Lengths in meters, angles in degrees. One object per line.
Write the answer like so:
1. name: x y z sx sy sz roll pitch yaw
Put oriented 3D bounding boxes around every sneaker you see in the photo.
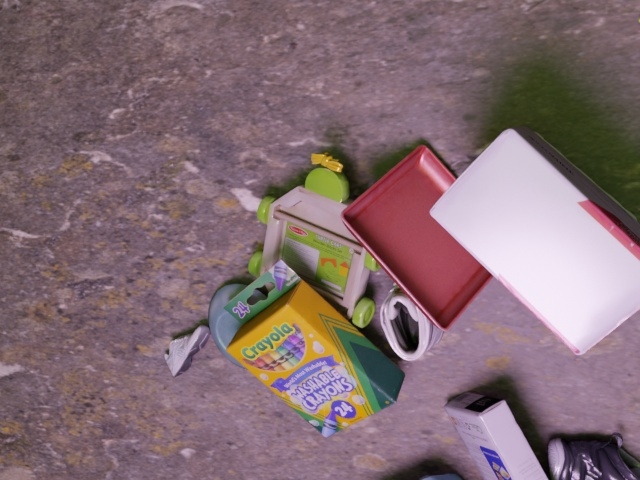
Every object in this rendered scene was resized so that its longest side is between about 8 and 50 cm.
1. sneaker: -0.290 0.225 1.466 0.061 0.053 0.152 48 119 17
2. sneaker: 0.508 0.469 1.209 0.153 0.101 0.269 -20 88 23
3. sneaker: 0.169 0.066 1.236 0.108 0.169 0.293 -5 94 21

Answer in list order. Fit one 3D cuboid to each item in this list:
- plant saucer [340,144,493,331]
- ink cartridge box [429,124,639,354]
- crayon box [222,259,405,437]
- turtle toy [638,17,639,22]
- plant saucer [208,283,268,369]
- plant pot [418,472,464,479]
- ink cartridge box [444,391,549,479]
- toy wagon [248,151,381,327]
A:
1. plant saucer: 0.185 -0.006 1.198 0.259 0.258 0.048 48 145 2
2. ink cartridge box: 0.349 -0.026 1.049 0.279 0.384 0.160 44 111 8
3. crayon box: -0.029 0.211 1.287 0.323 0.083 0.203 44 129 -10
4. turtle toy: 0.576 -0.360 1.094 0.130 0.066 0.095 -3 96 19
5. plant saucer: -0.162 0.186 1.408 0.194 0.037 0.195 10 111 26
6. plant pot: 0.212 0.569 1.253 0.247 0.247 0.252 -30 63 20
7. ink cartridge box: 0.355 0.449 1.219 0.069 0.176 0.371 -26 87 -12
8. toy wagon: 0.000 0.000 1.291 0.267 0.068 0.345 23 116 26
